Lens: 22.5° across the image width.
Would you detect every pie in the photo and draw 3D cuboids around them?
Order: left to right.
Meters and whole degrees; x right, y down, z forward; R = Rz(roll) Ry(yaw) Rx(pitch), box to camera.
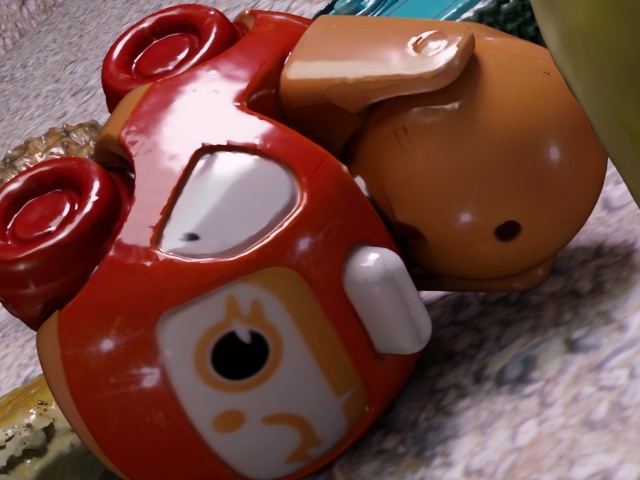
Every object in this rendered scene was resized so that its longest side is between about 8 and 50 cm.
[{"bbox_3d":[-0.222,0.158,0.868,0.306,0.071,0.306,-33,6,4],"label":"pie"}]

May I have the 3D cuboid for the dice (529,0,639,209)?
[{"bbox_3d":[0.204,-0.089,0.515,0.233,0.238,0.227,-30,18,19],"label":"dice"}]

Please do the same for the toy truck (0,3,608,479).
[{"bbox_3d":[0.000,0.000,0.762,0.239,0.189,0.265,4,50,34],"label":"toy truck"}]

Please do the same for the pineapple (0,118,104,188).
[{"bbox_3d":[-0.146,-0.065,1.306,0.248,0.128,0.128,-32,17,-12],"label":"pineapple"}]

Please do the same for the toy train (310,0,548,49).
[{"bbox_3d":[0.094,-0.136,1.049,0.203,0.112,0.163,-42,24,-13],"label":"toy train"}]
